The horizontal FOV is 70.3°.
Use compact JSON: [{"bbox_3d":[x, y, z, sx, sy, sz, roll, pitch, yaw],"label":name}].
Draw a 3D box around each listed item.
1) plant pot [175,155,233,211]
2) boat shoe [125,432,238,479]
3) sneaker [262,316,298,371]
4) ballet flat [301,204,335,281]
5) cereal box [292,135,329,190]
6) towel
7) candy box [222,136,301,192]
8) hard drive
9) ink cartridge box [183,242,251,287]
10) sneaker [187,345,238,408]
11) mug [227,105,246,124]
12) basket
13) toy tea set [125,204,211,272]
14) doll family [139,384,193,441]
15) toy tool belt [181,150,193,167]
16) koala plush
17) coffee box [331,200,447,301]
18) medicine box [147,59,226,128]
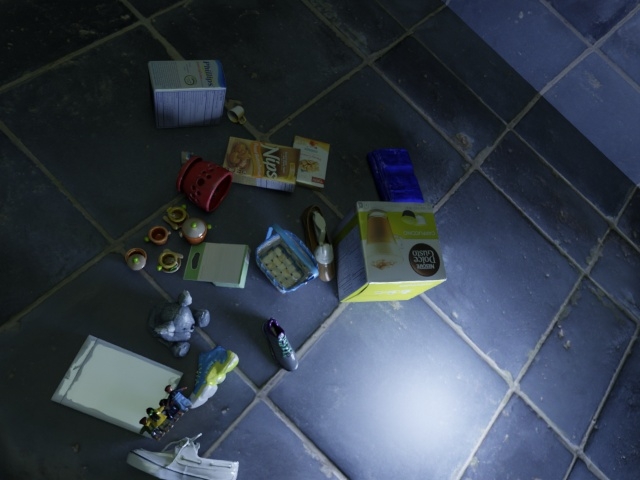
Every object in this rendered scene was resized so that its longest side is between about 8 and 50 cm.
[{"bbox_3d":[-0.478,-0.235,1.847,0.174,0.191,0.191,29,64,1],"label":"plant pot"},{"bbox_3d":[-0.443,0.721,1.518,0.367,0.136,0.156,23,65,-11],"label":"boat shoe"},{"bbox_3d":[-0.153,0.403,1.752,0.083,0.098,0.223,-29,80,-25],"label":"sneaker"},{"bbox_3d":[0.000,0.000,1.942,0.116,0.124,0.342,-5,72,-19],"label":"ballet flat"},{"bbox_3d":[-0.057,-0.357,2.103,0.173,0.047,0.240,12,67,-11],"label":"cereal box"},{"bbox_3d":[0.370,-0.306,2.203,0.228,0.076,0.308,-8,72,-19],"label":"towel"},{"bbox_3d":[-0.255,-0.331,1.984,0.317,0.087,0.182,9,68,-3],"label":"candy box"},{"bbox_3d":[-0.692,0.504,1.572,0.353,0.047,0.232,25,65,-8],"label":"hard drive"},{"bbox_3d":[-0.410,0.095,1.817,0.235,0.056,0.171,3,66,10],"label":"ink cartridge box"},{"bbox_3d":[-0.418,0.487,1.657,0.126,0.091,0.240,35,62,18],"label":"sneaker"},{"bbox_3d":[-0.382,-0.580,2.090,0.062,0.078,0.064,16,51,25],"label":"mug"},{"bbox_3d":[-0.133,0.071,1.779,0.201,0.289,0.254,-38,87,-21],"label":"basket"},{"bbox_3d":[-0.587,-0.001,1.747,0.200,0.124,0.336,34,63,5],"label":"toy tea set"},{"bbox_3d":[-0.526,0.575,1.534,0.111,0.076,0.193,46,55,-2],"label":"doll family"},{"bbox_3d":[-0.564,-0.340,1.935,0.051,0.052,0.083,-4,72,-10],"label":"toy tool belt"},{"bbox_3d":[-0.518,0.281,1.615,0.203,0.221,0.196,32,64,-3],"label":"koala plush"},{"bbox_3d":[0.267,0.059,1.884,0.338,0.338,0.334,0,70,-17],"label":"coffee box"},{"bbox_3d":[-0.563,-0.615,1.922,0.290,0.263,0.149,-10,74,-21],"label":"medicine box"}]
